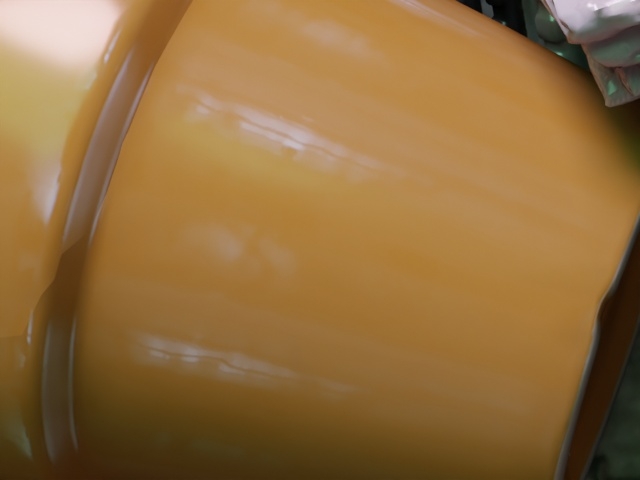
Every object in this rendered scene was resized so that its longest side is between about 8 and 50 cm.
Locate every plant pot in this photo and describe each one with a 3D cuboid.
[{"bbox_3d":[0.000,0.000,0.532,0.188,0.205,0.205,18,72,14],"label":"plant pot"}]

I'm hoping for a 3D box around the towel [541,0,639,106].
[{"bbox_3d":[0.179,-0.198,0.536,0.332,0.053,0.317,-21,45,3],"label":"towel"}]

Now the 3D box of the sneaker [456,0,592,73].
[{"bbox_3d":[0.128,-0.083,0.571,0.118,0.110,0.292,-35,46,-26],"label":"sneaker"}]
